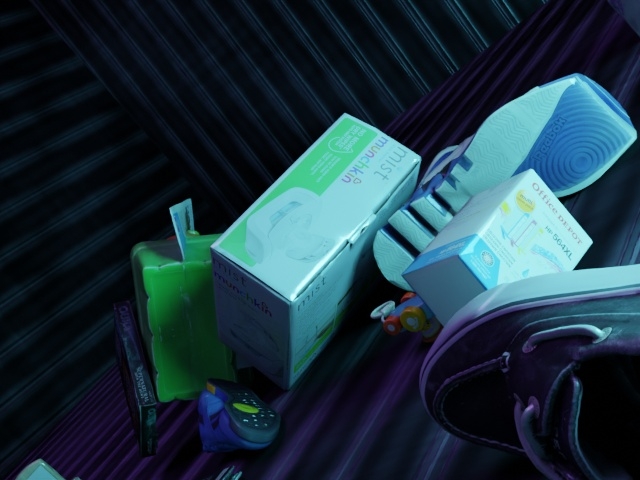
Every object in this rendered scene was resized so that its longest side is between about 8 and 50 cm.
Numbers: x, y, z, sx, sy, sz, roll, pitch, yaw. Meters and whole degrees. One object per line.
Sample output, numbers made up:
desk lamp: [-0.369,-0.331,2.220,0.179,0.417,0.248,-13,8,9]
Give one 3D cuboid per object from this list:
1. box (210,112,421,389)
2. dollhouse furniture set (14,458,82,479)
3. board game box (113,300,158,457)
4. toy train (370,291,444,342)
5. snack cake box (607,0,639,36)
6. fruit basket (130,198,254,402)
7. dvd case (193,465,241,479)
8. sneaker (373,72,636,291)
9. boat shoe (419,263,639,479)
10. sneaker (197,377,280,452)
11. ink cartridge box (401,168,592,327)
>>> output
box: [-0.003,0.018,1.117,0.262,0.127,0.231,-47,-21,-27]
dollhouse furniture set: [-0.417,0.394,1.002,0.286,0.198,0.303,-46,7,-4]
board game box: [-0.263,0.195,1.265,0.026,0.186,0.126,-9,-42,-19]
toy train: [0.134,0.049,0.920,0.166,0.046,0.125,-38,6,-1]
snack cake box: [0.539,-0.425,1.267,0.264,0.089,0.152,-39,-15,9]
fruit basket: [-0.176,0.102,1.343,0.165,0.327,0.353,-6,4,1]
dvd case: [-0.191,0.333,0.991,0.221,0.018,0.164,-34,9,48]
sneaker: [0.199,-0.086,1.046,0.315,0.127,0.182,-39,10,26]
boat shoe: [0.146,0.082,0.463,0.301,0.108,0.102,-20,20,51]
sneaker: [-0.101,0.225,1.055,0.209,0.069,0.082,-167,93,-70]
ink cartridge box: [0.162,0.011,0.798,0.143,0.092,0.090,-46,9,-30]
